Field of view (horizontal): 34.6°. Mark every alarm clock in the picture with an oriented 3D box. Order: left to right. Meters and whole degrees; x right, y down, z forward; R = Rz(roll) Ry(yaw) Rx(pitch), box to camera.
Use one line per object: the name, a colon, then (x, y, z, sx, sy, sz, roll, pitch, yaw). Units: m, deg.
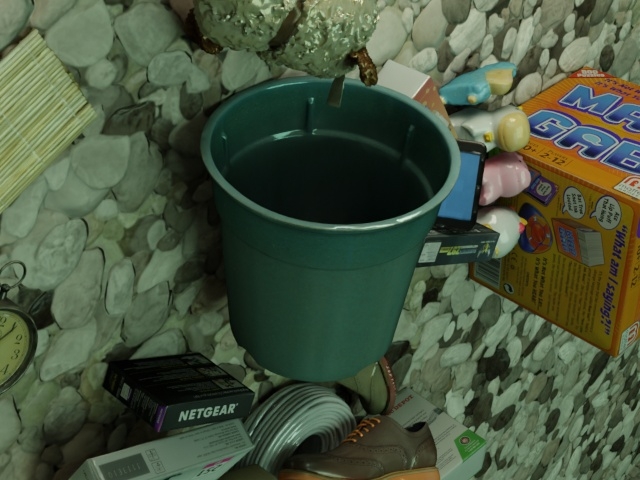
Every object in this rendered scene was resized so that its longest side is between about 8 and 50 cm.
alarm clock: (-0.403, 0.108, 1.238, 0.129, 0.064, 0.192, 18, 102, -53)

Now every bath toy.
bath toy: (0.306, -0.132, 1.815, 0.129, 0.151, 0.348, -39, 130, -40)

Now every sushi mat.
sushi mat: (-0.391, -0.082, 1.161, 0.316, 0.019, 0.151, -49, 142, -15)

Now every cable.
cable: (-0.050, 0.374, 1.819, 0.257, 0.089, 0.257, -57, 144, -5)

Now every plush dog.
plush dog: (-0.049, -0.281, 1.251, 0.226, 0.210, 0.262, 7, 142, -30)

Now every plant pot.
plant pot: (0.000, 0.000, 1.450, 0.341, 0.341, 0.334, -30, 142, -35)

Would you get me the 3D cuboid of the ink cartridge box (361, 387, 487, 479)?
ink cartridge box: (0.199, 0.406, 2.040, 0.153, 0.208, 0.086, -29, 137, -35)

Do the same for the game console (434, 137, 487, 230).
game console: (0.185, -0.096, 1.595, 0.124, 0.085, 0.143, 14, 83, -53)

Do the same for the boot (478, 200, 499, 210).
boot: (0.278, -0.069, 1.917, 0.114, 0.037, 0.106, -18, 147, -8)

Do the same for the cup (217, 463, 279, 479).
cup: (-0.120, 0.494, 1.608, 0.237, 0.331, 0.331, -47, 142, -17)

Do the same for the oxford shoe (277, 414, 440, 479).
oxford shoe: (0.067, 0.377, 1.815, 0.364, 0.130, 0.132, 10, 75, -45)

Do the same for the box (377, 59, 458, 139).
box: (0.131, -0.180, 1.656, 0.130, 0.091, 0.170, -52, 143, -12)

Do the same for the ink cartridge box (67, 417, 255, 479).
ink cartridge box: (-0.265, 0.359, 1.484, 0.275, 0.060, 0.239, -7, 149, -48)

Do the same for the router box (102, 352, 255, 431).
router box: (-0.203, 0.217, 1.492, 0.179, 0.133, 0.046, 1, 112, -50)

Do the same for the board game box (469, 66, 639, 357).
board game box: (0.544, -0.067, 2.000, 0.356, 0.356, 0.356, -31, 135, -33)

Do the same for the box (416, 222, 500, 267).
box: (0.163, -0.020, 1.724, 0.233, 0.183, 0.059, -2, 116, -50)

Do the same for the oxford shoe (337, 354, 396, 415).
oxford shoe: (0.054, 0.211, 1.843, 0.130, 0.123, 0.348, -21, 136, -6)
